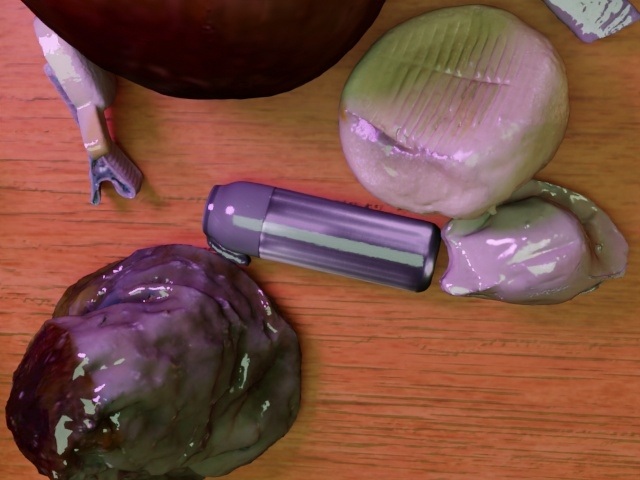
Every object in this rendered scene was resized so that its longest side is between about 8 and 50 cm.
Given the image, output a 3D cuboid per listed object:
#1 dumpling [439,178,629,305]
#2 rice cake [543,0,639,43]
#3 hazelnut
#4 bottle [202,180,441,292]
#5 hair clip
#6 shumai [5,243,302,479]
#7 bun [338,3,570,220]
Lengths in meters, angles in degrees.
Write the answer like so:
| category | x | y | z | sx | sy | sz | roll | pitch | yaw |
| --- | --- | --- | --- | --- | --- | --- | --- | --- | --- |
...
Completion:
| category | x | y | z | sx | sy | sz | roll | pitch | yaw |
| --- | --- | --- | --- | --- | --- | --- | --- | --- | --- |
| dumpling | 0.215 | 0.002 | 1.142 | 0.199 | 0.118 | 0.136 | -10 | 84 | -7 |
| rice cake | 0.169 | -0.333 | 1.088 | 0.365 | 0.056 | 0.073 | 43 | 107 | -4 |
| hazelnut | -0.121 | -0.311 | 1.002 | 0.420 | 0.353 | 0.421 | 6 | 123 | 9 |
| bottle | 0.000 | 0.000 | 1.191 | 0.253 | 0.079 | 0.096 | 13 | 112 | 5 |
| hair clip | -0.247 | -0.138 | 1.168 | 0.071 | 0.159 | 0.219 | -17 | 120 | 2 |
| shumai | -0.189 | 0.171 | 1.171 | 0.304 | 0.263 | 0.309 | 27 | 107 | 4 |
| bun | 0.134 | -0.118 | 1.103 | 0.229 | 0.145 | 0.229 | -9 | 57 | 15 |
